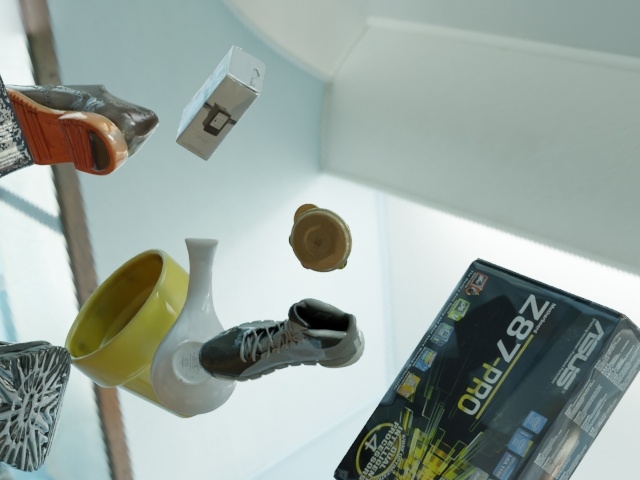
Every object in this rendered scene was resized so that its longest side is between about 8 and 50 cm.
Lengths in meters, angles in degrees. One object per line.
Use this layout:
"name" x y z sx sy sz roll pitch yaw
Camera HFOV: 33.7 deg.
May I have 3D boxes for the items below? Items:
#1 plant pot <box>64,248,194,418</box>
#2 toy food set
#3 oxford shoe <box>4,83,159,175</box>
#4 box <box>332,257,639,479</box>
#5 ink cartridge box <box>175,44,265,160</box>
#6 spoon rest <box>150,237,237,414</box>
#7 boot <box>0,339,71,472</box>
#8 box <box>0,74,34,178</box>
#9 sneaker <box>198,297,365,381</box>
"plant pot" -0.282 0.182 1.877 0.239 0.254 0.254 44 -29 -25
"toy food set" 0.000 0.000 1.279 0.083 0.020 0.083 16 -73 17
"oxford shoe" -0.422 -0.201 1.763 0.363 0.132 0.130 20 -47 33
"box" 0.224 0.239 1.449 0.097 0.395 0.318 39 -7 -32
"ink cartridge box" -0.156 -0.216 1.647 0.063 0.109 0.150 31 -59 -19
"spoon rest" -0.194 0.138 1.671 0.084 0.137 0.277 107 -13 -73
"boot" -0.403 0.127 1.015 0.260 0.131 0.348 14 -10 8
"box" -0.526 -0.164 1.560 0.156 0.093 0.158 -5 -72 43
"sneaker" -0.057 0.121 1.401 0.132 0.228 0.086 82 0 -61
